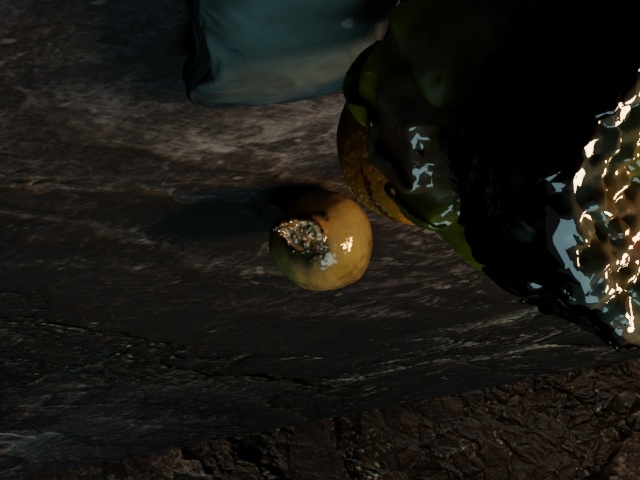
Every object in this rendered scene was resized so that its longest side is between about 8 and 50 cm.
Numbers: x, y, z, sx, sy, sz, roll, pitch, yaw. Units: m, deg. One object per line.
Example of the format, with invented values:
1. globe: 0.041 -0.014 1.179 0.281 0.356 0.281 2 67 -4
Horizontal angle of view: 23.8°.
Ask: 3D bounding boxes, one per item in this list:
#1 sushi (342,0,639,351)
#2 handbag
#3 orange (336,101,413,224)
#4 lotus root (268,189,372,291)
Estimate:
1. sushi: 0.214 -0.102 1.248 0.285 0.328 0.329 23 173 46
2. handbag: -0.022 -0.196 1.306 0.192 0.075 0.332 -11 161 -9
3. orange: 0.110 -0.100 1.489 0.193 0.193 0.161 -17 120 21
4. lotus root: 0.000 0.000 1.884 0.118 0.125 0.221 28 176 16
